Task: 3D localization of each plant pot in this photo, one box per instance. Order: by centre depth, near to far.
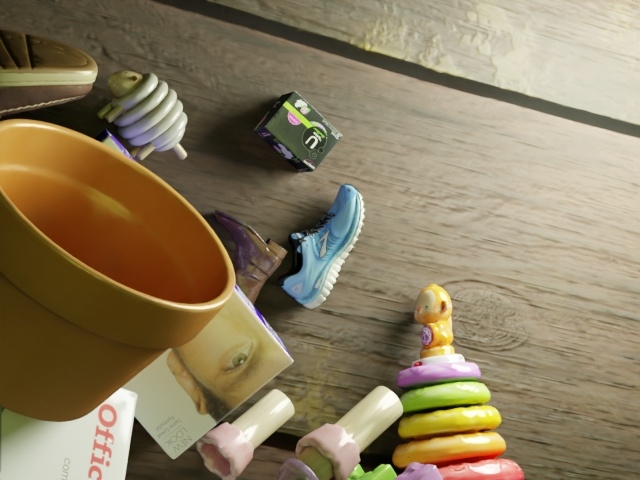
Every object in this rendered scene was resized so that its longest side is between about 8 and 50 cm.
[{"bbox_3d":[-0.260,0.045,1.373,0.291,0.291,0.203,30,110,-16],"label":"plant pot"}]

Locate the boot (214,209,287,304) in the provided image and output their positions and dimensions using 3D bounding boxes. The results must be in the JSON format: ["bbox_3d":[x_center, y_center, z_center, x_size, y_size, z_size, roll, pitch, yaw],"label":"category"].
[{"bbox_3d":[-0.112,0.033,1.651,0.106,0.037,0.114,34,90,-1],"label":"boot"}]

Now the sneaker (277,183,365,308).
[{"bbox_3d":[0.000,0.000,1.673,0.073,0.063,0.162,27,82,-14],"label":"sneaker"}]

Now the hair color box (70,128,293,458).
[{"bbox_3d":[-0.208,0.061,1.564,0.185,0.110,0.339,-39,103,-3],"label":"hair color box"}]

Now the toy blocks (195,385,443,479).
[{"bbox_3d":[-0.011,0.357,1.536,0.260,0.288,0.309,-38,105,-32],"label":"toy blocks"}]

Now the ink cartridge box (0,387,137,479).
[{"bbox_3d":[-0.407,0.244,1.390,0.395,0.166,0.285,25,54,-30],"label":"ink cartridge box"}]

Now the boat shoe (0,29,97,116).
[{"bbox_3d":[-0.421,-0.155,1.516,0.342,0.123,0.123,-8,123,-24],"label":"boat shoe"}]

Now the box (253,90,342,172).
[{"bbox_3d":[-0.028,-0.133,1.667,0.083,0.052,0.062,42,77,-16],"label":"box"}]

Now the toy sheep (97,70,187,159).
[{"bbox_3d":[-0.202,-0.145,1.593,0.091,0.091,0.132,-44,118,-14],"label":"toy sheep"}]

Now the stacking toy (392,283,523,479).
[{"bbox_3d":[0.156,0.202,1.691,0.166,0.175,0.301,-1,78,-29],"label":"stacking toy"}]
